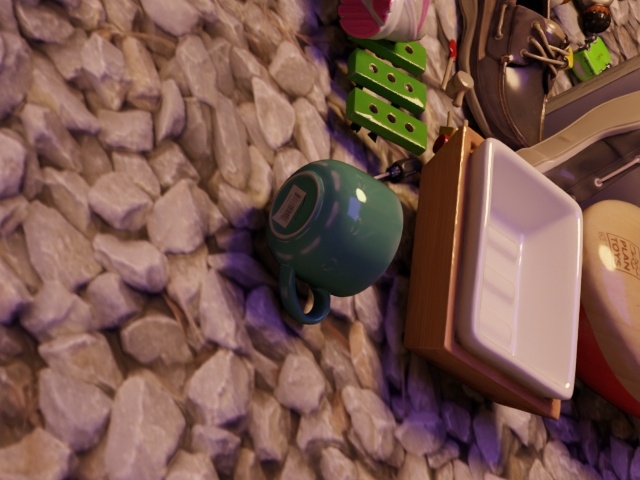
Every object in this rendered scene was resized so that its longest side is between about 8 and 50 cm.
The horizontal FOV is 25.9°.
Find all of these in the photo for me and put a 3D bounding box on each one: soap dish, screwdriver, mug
[{"bbox_3d":[0.206,0.044,1.648,0.229,0.118,0.290,32,54,-39],"label":"soap dish"},{"bbox_3d":[0.077,-0.079,1.662,0.170,0.025,0.024,-21,87,-59],"label":"screwdriver"},{"bbox_3d":[0.006,-0.007,1.429,0.097,0.129,0.157,29,48,-37],"label":"mug"}]

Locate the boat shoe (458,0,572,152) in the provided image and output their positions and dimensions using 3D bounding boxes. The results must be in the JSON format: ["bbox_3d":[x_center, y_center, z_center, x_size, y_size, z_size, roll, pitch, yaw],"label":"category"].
[{"bbox_3d":[0.277,-0.275,1.966,0.132,0.130,0.355,26,49,-43],"label":"boat shoe"}]

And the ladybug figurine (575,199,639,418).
[{"bbox_3d":[0.435,0.114,1.902,0.449,0.162,0.305,33,44,-38],"label":"ladybug figurine"}]

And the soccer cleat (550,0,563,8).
[{"bbox_3d":[0.317,-0.513,2.214,0.143,0.116,0.331,44,34,-60],"label":"soccer cleat"}]

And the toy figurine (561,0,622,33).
[{"bbox_3d":[0.485,-0.432,2.283,0.213,0.210,0.148,22,67,-52],"label":"toy figurine"}]

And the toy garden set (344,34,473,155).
[{"bbox_3d":[0.114,-0.193,1.746,0.204,0.049,0.244,25,46,-24],"label":"toy garden set"}]

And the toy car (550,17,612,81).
[{"bbox_3d":[0.409,-0.265,2.208,0.239,0.053,0.225,60,34,-8],"label":"toy car"}]

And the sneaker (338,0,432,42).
[{"bbox_3d":[0.101,-0.355,1.715,0.111,0.103,0.252,20,82,-48],"label":"sneaker"}]

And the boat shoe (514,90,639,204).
[{"bbox_3d":[0.371,-0.110,1.863,0.112,0.335,0.095,-124,-170,-65],"label":"boat shoe"}]

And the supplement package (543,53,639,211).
[{"bbox_3d":[0.459,-0.149,2.011,0.204,0.262,0.145,60,33,-7],"label":"supplement package"}]
